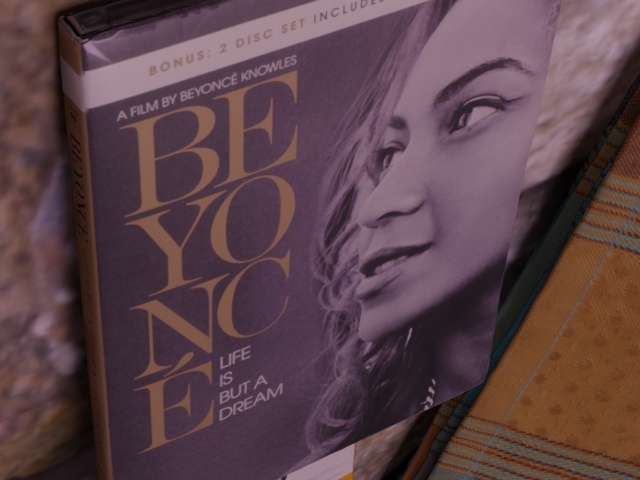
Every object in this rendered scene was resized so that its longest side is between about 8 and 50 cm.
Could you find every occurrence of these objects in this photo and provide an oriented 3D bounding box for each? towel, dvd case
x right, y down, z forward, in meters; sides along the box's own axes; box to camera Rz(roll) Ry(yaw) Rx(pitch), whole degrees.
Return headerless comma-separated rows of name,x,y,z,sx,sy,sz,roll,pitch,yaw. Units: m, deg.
towel,0.195,0.090,0.666,0.271,0.040,0.370,18,130,-7
dvd case,0.000,0.000,0.475,0.164,0.018,0.221,-21,138,-25

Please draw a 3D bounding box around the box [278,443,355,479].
box,-0.024,0.074,0.576,0.081,0.028,0.136,-25,146,-20
